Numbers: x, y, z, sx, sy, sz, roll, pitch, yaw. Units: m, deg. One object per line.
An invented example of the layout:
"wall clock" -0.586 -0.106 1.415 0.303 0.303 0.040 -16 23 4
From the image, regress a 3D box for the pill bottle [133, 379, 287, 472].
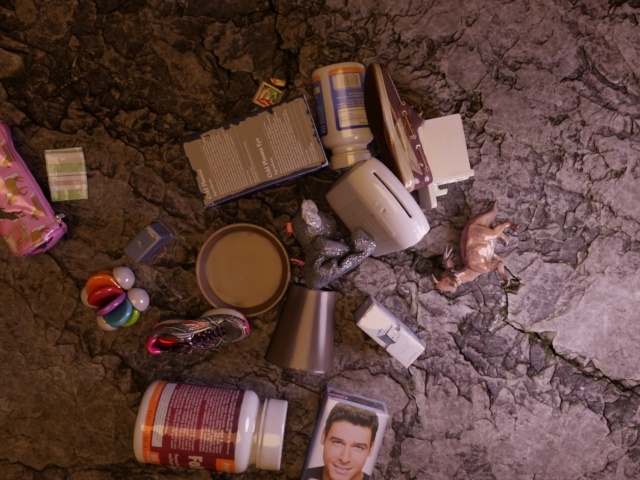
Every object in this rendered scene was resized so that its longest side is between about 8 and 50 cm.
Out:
"pill bottle" -0.297 0.527 1.500 0.392 0.224 0.224 6 94 0

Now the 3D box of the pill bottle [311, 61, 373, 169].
"pill bottle" 0.067 -0.337 1.471 0.152 0.152 0.272 -8 95 1

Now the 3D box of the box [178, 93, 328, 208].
"box" -0.156 -0.221 1.384 0.312 0.343 0.179 -20 96 1

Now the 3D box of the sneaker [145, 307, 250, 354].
"sneaker" -0.347 0.275 1.521 0.299 0.112 0.121 -10 108 6

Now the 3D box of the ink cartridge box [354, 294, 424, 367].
"ink cartridge box" 0.193 0.255 1.520 0.190 0.139 0.082 40 95 -2

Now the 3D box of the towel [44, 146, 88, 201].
"towel" -0.738 -0.192 1.547 0.113 0.023 0.152 -4 94 1

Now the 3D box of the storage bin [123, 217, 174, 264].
"storage bin" -0.494 0.012 1.528 0.135 0.091 0.098 -44 93 4

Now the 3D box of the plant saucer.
"plant saucer" -0.225 0.086 1.559 0.277 0.041 0.278 0 95 -1

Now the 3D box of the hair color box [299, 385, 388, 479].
"hair color box" 0.055 0.643 1.563 0.185 0.113 0.375 16 93 -1

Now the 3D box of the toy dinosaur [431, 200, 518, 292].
"toy dinosaur" 0.437 0.018 1.517 0.200 0.127 0.296 11 89 6

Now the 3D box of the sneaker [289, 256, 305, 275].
"sneaker" -0.040 0.088 1.560 0.119 0.047 0.057 24 105 0

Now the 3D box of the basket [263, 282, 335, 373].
"basket" -0.043 0.242 1.519 0.204 0.154 0.227 10 90 2

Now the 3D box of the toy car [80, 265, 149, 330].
"toy car" -0.595 0.170 1.517 0.159 0.136 0.182 -33 94 2

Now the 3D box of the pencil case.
"pencil case" -0.863 -0.144 1.485 0.167 0.160 0.386 -32 93 -27

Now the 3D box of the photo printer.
"photo printer" 0.147 -0.084 1.410 0.107 0.307 0.256 -40 93 -14

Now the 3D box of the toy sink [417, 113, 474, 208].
"toy sink" 0.335 -0.216 1.480 0.131 0.153 0.234 -11 93 0

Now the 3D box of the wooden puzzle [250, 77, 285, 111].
"wooden puzzle" -0.151 -0.415 1.534 0.078 0.014 0.116 21 94 -1

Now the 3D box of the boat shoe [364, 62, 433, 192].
"boat shoe" 0.207 -0.294 1.372 0.123 0.123 0.342 -18 91 -13

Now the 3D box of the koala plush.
"koala plush" 0.000 0.000 1.462 0.203 0.196 0.221 -32 84 -19

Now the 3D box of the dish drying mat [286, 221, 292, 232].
"dish drying mat" -0.057 -0.041 1.565 0.083 0.008 0.032 -5 95 1
